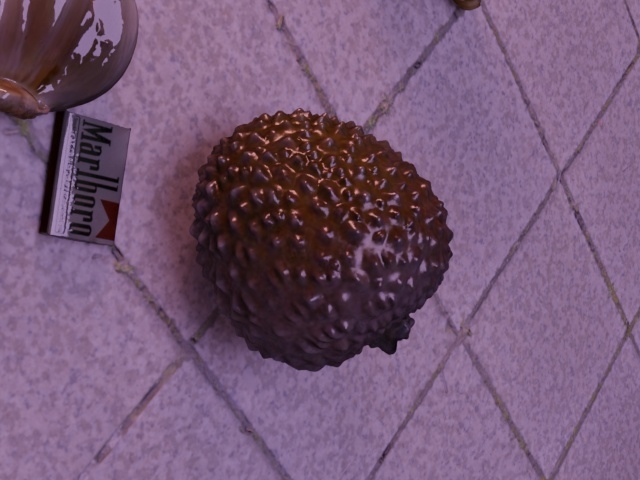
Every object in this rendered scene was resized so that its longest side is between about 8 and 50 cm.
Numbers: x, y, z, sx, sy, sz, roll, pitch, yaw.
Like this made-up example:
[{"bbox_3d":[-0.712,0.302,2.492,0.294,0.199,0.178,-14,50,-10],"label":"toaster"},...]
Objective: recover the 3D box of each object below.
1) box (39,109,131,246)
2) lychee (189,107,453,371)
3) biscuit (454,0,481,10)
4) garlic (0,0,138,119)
[{"bbox_3d":[-0.332,-0.087,1.547,0.115,0.036,0.177,12,83,-46],"label":"box"},{"bbox_3d":[0.000,0.000,1.666,0.432,0.380,0.380,51,56,-14],"label":"lychee"},{"bbox_3d":[0.268,-0.533,2.126,0.118,0.061,0.183,-91,163,-68],"label":"biscuit"},{"bbox_3d":[-0.361,-0.303,1.447,0.279,0.132,0.325,25,79,-52],"label":"garlic"}]
